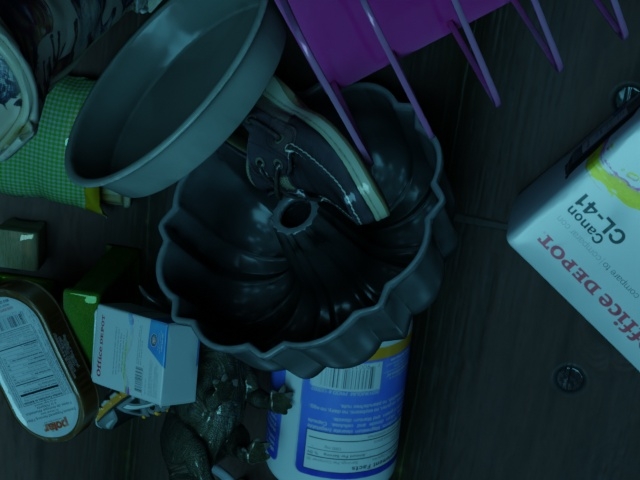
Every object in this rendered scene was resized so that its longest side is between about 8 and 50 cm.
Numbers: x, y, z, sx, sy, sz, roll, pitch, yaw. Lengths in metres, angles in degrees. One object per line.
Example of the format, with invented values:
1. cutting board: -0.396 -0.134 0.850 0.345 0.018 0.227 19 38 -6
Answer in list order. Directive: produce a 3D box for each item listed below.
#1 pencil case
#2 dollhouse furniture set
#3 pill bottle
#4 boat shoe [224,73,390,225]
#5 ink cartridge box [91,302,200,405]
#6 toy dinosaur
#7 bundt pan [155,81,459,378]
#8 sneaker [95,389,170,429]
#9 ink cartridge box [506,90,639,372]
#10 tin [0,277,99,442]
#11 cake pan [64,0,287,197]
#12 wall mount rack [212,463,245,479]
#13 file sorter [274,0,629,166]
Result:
1. pencil case: -0.279 -0.228 1.639 0.183 0.410 0.160 33 124 -6
2. dollhouse furniture set: -0.316 -0.031 1.871 0.198 0.151 0.301 7 113 11
3. pill bottle: 0.017 0.193 1.879 0.152 0.152 0.272 10 114 10
4. boat shoe: -0.031 -0.083 1.660 0.092 0.285 0.103 -36 134 -9
5. ink cartridge box: -0.187 0.119 1.787 0.122 0.052 0.088 12 100 44
6. toy dinosaur: -0.122 0.196 1.844 0.121 0.160 0.313 -2 105 -29
7. bundt pan: 0.000 0.000 1.742 0.331 0.330 0.124 -17 143 20
8. sneaker: -0.177 0.167 1.957 0.215 0.084 0.083 -36 104 23
9. ink cartridge box: 0.377 -0.040 1.704 0.226 0.131 0.306 44 114 -6
10. tin: -0.314 0.134 1.839 0.106 0.040 0.189 -17 102 34
11. cake pan: -0.144 -0.159 1.716 0.293 0.293 0.054 -35 121 24
12. wall mount rack: -0.084 0.436 1.918 0.130 0.304 0.350 -38 98 21
13. file sorter: 0.116 -0.231 1.583 0.291 0.182 0.202 -27 133 5
